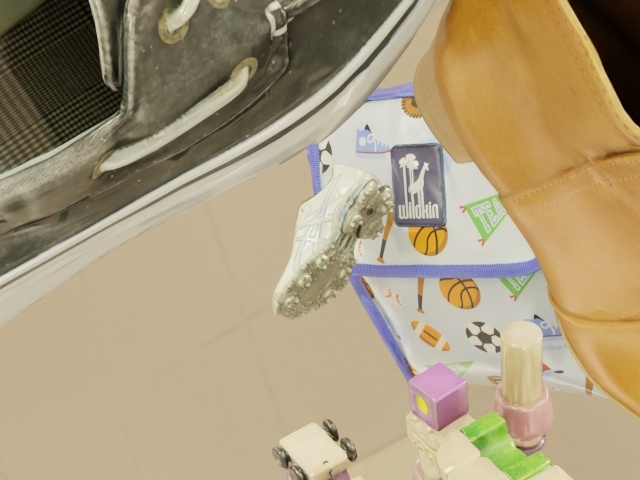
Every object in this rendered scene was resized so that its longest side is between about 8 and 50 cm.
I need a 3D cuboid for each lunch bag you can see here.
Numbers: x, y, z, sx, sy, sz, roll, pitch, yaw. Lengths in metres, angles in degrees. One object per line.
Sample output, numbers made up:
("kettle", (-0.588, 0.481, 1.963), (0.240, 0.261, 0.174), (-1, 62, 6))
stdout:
("lunch bag", (0.186, -0.013, 1.288), (0.328, 0.385, 0.239), (0, 39, 40))

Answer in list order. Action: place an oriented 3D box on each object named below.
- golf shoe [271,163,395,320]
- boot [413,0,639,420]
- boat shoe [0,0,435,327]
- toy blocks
("golf shoe", (0.000, 0.000, 1.177), (0.176, 0.069, 0.086), (-52, 49, 3))
("boot", (0.155, 0.007, 0.443), (0.295, 0.211, 0.104), (45, 85, -6))
("boat shoe", (-0.070, -0.066, 0.382), (0.335, 0.119, 0.121), (-42, 78, -13))
("toy blocks", (0.164, 0.288, 1.067), (0.309, 0.260, 0.288), (-24, 39, -22))
